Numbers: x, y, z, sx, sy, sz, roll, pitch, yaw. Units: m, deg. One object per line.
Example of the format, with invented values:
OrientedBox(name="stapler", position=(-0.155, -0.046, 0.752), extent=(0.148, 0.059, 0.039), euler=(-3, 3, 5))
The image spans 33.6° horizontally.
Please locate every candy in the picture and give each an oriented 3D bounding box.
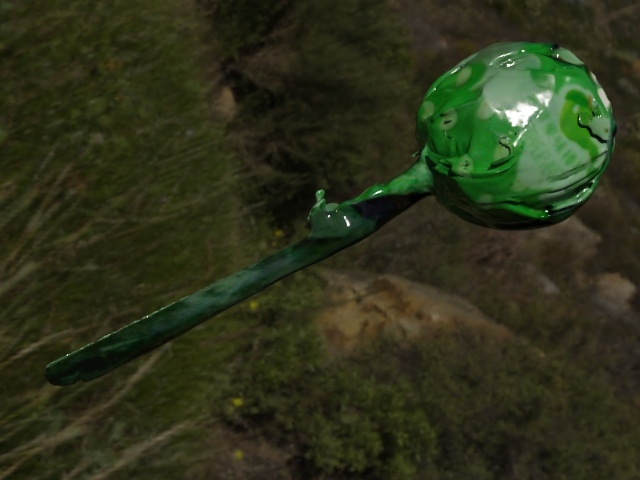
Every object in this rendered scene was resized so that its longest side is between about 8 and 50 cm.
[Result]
OrientedBox(name="candy", position=(-0.001, -0.002, 0.545), extent=(0.097, 0.323, 0.097), euler=(62, 2, -4))
